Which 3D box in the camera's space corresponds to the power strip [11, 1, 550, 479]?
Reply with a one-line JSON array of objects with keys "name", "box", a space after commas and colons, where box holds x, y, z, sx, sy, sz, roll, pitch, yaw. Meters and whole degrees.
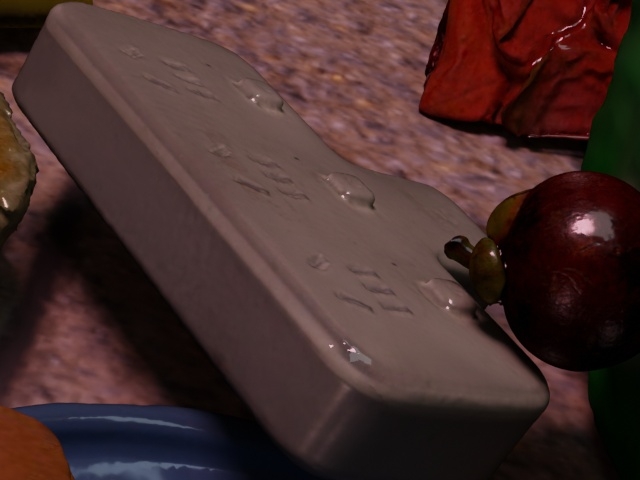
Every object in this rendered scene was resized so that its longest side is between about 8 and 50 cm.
[{"name": "power strip", "box": [0.000, -0.001, 0.780, 0.194, 0.059, 0.265, 11, 29, -48]}]

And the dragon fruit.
[{"name": "dragon fruit", "box": [0.152, -0.084, 1.021, 0.192, 0.122, 0.092, 15, 74, -7]}]

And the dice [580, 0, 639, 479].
[{"name": "dice", "box": [0.286, 0.004, 0.731, 0.287, 0.300, 0.297, 3, 37, -14]}]

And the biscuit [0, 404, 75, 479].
[{"name": "biscuit", "box": [-0.199, 0.091, 0.556, 0.277, 0.052, 0.262, -1, 36, 12]}]

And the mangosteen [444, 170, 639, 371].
[{"name": "mangosteen", "box": [0.100, 0.013, 0.718, 0.081, 0.081, 0.081, 11, 35, -8]}]

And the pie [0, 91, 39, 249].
[{"name": "pie", "box": [-0.237, -0.047, 0.778, 0.201, 0.090, 0.248, -6, 42, -25]}]

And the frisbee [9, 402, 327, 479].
[{"name": "frisbee", "box": [-0.050, 0.154, 0.604, 0.290, 0.049, 0.289, 11, 29, -6]}]

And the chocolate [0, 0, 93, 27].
[{"name": "chocolate", "box": [-0.287, -0.236, 0.976, 0.289, 0.137, 0.301, -2, 38, -24]}]
